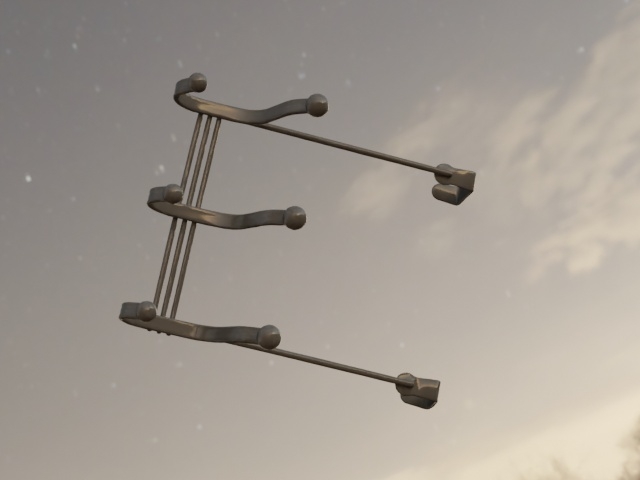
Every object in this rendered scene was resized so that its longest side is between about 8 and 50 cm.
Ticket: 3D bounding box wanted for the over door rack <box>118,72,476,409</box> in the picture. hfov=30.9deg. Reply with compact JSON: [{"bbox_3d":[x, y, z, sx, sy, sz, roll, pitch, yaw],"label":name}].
[{"bbox_3d":[0.000,0.000,1.073,0.324,0.240,0.108,17,-16,-20],"label":"over door rack"}]
